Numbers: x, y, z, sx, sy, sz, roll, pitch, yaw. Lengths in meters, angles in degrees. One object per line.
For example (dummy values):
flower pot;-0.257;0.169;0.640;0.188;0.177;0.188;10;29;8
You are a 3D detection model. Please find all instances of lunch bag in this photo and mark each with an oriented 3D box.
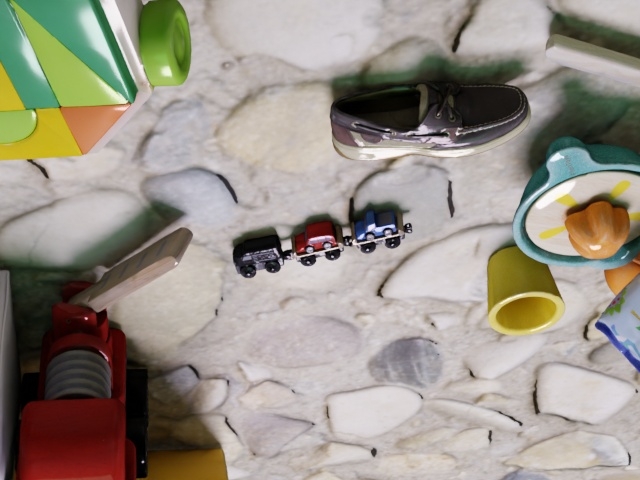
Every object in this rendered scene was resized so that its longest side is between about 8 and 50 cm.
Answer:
lunch bag;0.320;0.046;1.045;0.151;0.096;0.129;-16;151;-53

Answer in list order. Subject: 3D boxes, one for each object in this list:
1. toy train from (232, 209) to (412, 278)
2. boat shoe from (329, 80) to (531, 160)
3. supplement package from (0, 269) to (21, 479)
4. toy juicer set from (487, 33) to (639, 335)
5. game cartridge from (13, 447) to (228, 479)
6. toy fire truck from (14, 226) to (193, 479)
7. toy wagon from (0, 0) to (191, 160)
toy train;0.000;0.000;1.088;0.158;0.027;0.036;-12;132;9
boat shoe;0.081;-0.093;0.949;0.152;0.056;0.049;-10;148;6
supplement package;-0.414;0.141;1.091;0.293;0.175;0.177;1;142;-8
toy juicer set;0.258;-0.028;1.033;0.209;0.089;0.329;-2;142;-5
game cartridge;-0.227;0.272;1.226;0.285;0.324;0.053;-1;99;-6
toy fire truck;-0.187;0.119;1.082;0.158;0.217;0.246;-1;128;-6
toy wagon;-0.237;-0.174;0.755;0.267;0.068;0.344;-3;144;10
